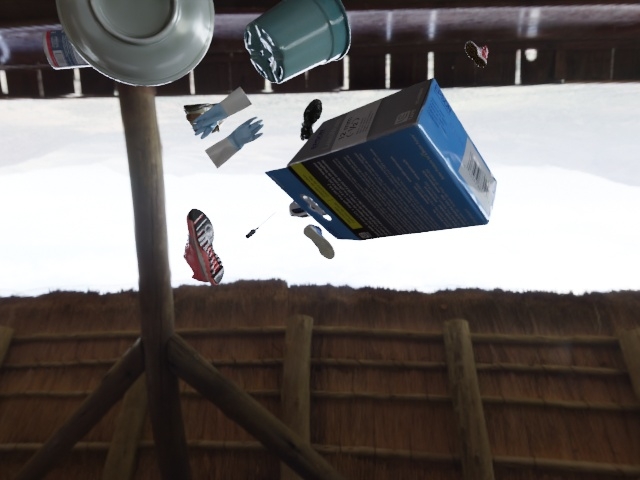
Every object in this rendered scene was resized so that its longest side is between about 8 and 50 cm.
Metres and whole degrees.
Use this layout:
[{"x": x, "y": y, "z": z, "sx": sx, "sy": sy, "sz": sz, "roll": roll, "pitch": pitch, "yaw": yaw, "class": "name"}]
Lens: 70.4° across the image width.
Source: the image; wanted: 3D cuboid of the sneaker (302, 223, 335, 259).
[{"x": 0.001, "y": -0.001, "z": 1.640, "sx": 0.058, "sy": 0.152, "sz": 0.084, "roll": -45, "pitch": -175, "yaw": 16, "class": "sneaker"}]

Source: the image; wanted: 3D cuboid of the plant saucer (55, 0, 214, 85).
[{"x": -0.482, "y": -0.619, "z": 1.191, "sx": 0.401, "sy": 0.400, "sz": 0.100, "roll": -5, "pitch": -168, "yaw": -15, "class": "plant saucer"}]

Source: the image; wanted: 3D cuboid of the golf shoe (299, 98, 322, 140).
[{"x": -0.048, "y": -0.527, "z": 1.948, "sx": 0.077, "sy": 0.198, "sz": 0.093, "roll": 13, "pitch": -142, "yaw": -16, "class": "golf shoe"}]

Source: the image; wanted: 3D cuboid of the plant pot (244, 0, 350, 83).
[{"x": -0.109, "y": -0.843, "z": 1.885, "sx": 0.334, "sy": 0.341, "sz": 0.341, "roll": -40, "pitch": -154, "yaw": -22, "class": "plant pot"}]

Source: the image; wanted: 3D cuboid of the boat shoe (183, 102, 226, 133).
[{"x": -0.459, "y": -0.501, "z": 1.865, "sx": 0.123, "sy": 0.119, "sz": 0.324, "roll": -1, "pitch": -163, "yaw": 15, "class": "boat shoe"}]

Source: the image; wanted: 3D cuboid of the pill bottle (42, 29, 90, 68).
[{"x": -0.722, "y": -0.580, "z": 1.369, "sx": 0.180, "sy": 0.107, "sz": 0.108, "roll": -9, "pitch": -169, "yaw": -10, "class": "pill bottle"}]

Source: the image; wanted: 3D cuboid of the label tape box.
[{"x": 0.104, "y": -0.118, "z": 0.839, "sx": 0.348, "sy": 0.115, "sz": 0.249, "roll": -6, "pitch": 141, "yaw": 45, "class": "label tape box"}]

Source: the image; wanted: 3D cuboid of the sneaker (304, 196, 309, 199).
[{"x": -0.094, "y": -0.180, "z": 1.850, "sx": 0.061, "sy": 0.053, "sz": 0.152, "roll": -36, "pitch": 138, "yaw": 12, "class": "sneaker"}]

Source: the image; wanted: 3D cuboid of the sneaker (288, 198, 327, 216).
[{"x": -0.010, "y": -0.125, "z": 1.663, "sx": 0.217, "sy": 0.079, "sz": 0.121, "roll": -3, "pitch": 179, "yaw": -5, "class": "sneaker"}]

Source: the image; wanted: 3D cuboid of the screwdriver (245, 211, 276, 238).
[{"x": -0.247, "y": -0.064, "z": 1.906, "sx": 0.170, "sy": 0.025, "sz": 0.024, "roll": -38, "pitch": 154, "yaw": -10, "class": "screwdriver"}]

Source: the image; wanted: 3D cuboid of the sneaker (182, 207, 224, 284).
[{"x": -0.472, "y": 0.032, "z": 1.711, "sx": 0.136, "sy": 0.313, "sz": 0.116, "roll": -2, "pitch": -155, "yaw": 18, "class": "sneaker"}]

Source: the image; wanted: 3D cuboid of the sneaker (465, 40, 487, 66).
[{"x": 0.553, "y": -0.677, "z": 1.606, "sx": 0.118, "sy": 0.067, "sz": 0.042, "roll": 34, "pitch": 154, "yaw": -35, "class": "sneaker"}]

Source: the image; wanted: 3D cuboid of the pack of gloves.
[{"x": -0.322, "y": -0.393, "z": 1.558, "sx": 0.232, "sy": 0.195, "sz": 0.046, "roll": -35, "pitch": 172, "yaw": 4, "class": "pack of gloves"}]
